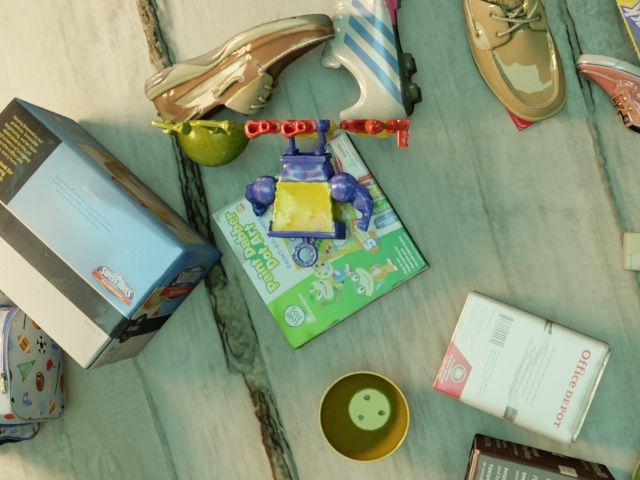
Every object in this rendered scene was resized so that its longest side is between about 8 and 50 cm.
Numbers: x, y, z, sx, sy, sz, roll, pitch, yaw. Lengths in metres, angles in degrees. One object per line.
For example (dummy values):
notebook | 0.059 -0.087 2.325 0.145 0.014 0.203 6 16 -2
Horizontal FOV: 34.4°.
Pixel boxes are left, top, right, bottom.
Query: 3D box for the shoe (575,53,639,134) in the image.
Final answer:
shoe | 0.453 -0.210 1.525 0.178 0.063 0.081 21 86 4

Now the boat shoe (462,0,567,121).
boat shoe | 0.269 -0.338 1.529 0.122 0.110 0.341 -24 84 2

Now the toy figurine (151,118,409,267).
toy figurine | -0.055 -0.066 1.487 0.363 0.191 0.217 1 97 13

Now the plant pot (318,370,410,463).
plant pot | 0.070 0.259 1.553 0.134 0.095 0.134 0 88 9

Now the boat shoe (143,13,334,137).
boat shoe | -0.114 -0.249 1.576 0.324 0.123 0.116 -20 95 26

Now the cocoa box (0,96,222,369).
cocoa box | -0.364 -0.011 1.555 0.347 0.231 0.228 41 94 7

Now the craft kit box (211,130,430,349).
craft kit box | 0.000 0.000 1.593 0.247 0.061 0.250 -33 84 9

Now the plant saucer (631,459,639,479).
plant saucer | 0.570 0.368 1.476 0.241 0.037 0.241 6 105 22

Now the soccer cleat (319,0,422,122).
soccer cleat | 0.058 -0.335 1.561 0.143 0.116 0.331 -10 87 9

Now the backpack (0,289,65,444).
backpack | -0.515 0.182 1.568 0.213 0.276 0.263 -14 80 3

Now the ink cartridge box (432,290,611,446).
ink cartridge box | 0.296 0.185 1.524 0.218 0.092 0.158 22 92 10

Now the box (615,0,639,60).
box | 0.470 -0.324 1.496 0.059 0.054 0.169 -23 62 21

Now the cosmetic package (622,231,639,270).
cosmetic package | 0.507 0.018 1.522 0.115 0.041 0.060 1 89 8

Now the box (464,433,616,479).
box | 0.301 0.390 1.478 0.203 0.168 0.167 12 90 8

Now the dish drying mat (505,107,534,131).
dish drying mat | 0.297 -0.210 1.576 0.032 0.008 0.083 -29 84 5
